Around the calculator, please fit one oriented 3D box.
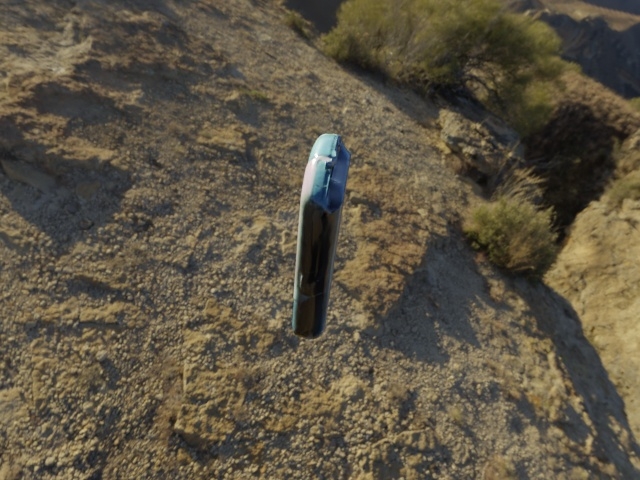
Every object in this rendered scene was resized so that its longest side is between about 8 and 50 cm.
[{"bbox_3d":[0.000,0.000,0.585,0.051,0.293,0.173,8,36,2],"label":"calculator"}]
